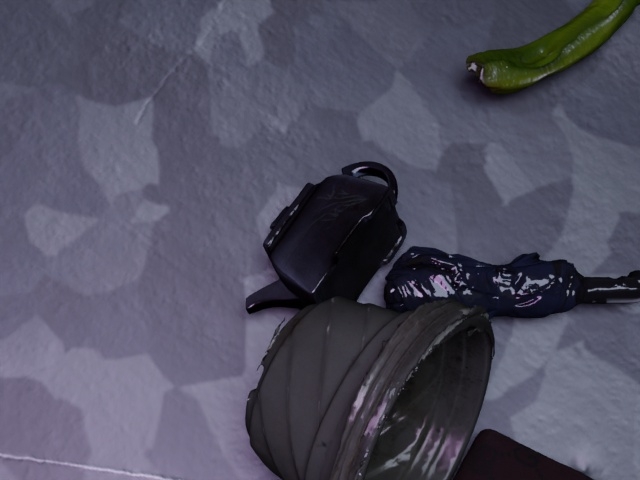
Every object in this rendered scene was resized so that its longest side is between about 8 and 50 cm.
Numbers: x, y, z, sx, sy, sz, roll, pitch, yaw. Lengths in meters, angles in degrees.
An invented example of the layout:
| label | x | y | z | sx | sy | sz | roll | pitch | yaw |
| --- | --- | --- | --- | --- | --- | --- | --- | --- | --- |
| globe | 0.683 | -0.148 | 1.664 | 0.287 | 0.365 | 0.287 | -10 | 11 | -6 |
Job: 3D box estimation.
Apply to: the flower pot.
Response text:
| label | x | y | z | sx | sy | sz | roll | pitch | yaw |
| --- | --- | --- | --- | --- | --- | --- | --- | --- | --- |
| flower pot | 0.030 | 0.136 | 1.065 | 0.140 | 0.235 | 0.235 | 24 | 72 | 23 |

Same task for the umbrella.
| label | x | y | z | sx | sy | sz | roll | pitch | yaw |
| --- | --- | --- | --- | --- | --- | --- | --- | --- | --- |
| umbrella | 0.180 | 0.041 | 1.168 | 0.248 | 0.071 | 0.071 | 2 | 74 | -5 |

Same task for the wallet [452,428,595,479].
| label | x | y | z | sx | sy | sz | roll | pitch | yaw |
| --- | --- | --- | --- | --- | --- | --- | --- | --- | --- |
| wallet | 0.165 | 0.275 | 1.064 | 0.182 | 0.049 | 0.229 | 27 | 49 | 12 |

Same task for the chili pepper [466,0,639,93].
| label | x | y | z | sx | sy | sz | roll | pitch | yaw |
| --- | --- | --- | --- | --- | --- | --- | --- | --- | --- |
| chili pepper | 0.225 | -0.187 | 1.246 | 0.201 | 0.050 | 0.052 | -31 | 64 | -16 |

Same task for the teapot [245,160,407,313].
| label | x | y | z | sx | sy | sz | roll | pitch | yaw |
| --- | --- | --- | --- | --- | --- | --- | --- | --- | --- |
| teapot | 0.000 | 0.000 | 1.156 | 0.096 | 0.087 | 0.177 | 28 | 71 | 28 |
